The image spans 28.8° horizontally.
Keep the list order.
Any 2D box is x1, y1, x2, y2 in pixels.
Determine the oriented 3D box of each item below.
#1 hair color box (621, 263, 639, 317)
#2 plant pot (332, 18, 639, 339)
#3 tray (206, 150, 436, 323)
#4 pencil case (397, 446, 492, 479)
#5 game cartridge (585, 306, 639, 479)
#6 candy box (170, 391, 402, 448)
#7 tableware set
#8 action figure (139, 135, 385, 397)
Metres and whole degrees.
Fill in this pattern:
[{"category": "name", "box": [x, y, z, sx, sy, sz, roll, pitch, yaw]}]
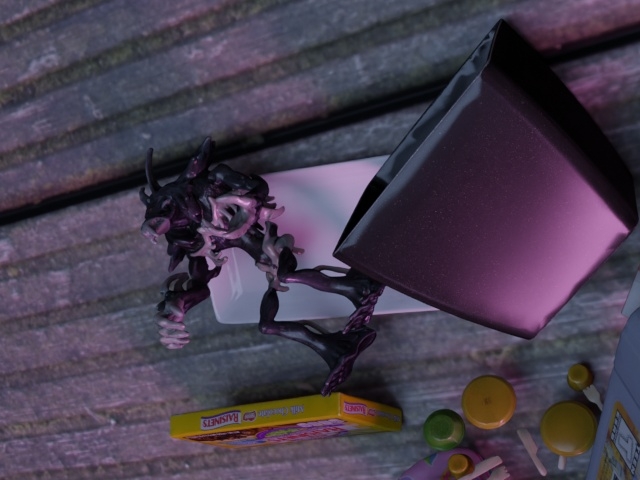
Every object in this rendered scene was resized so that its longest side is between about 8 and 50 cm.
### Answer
[{"category": "hair color box", "box": [0.307, -0.002, 0.964, 0.093, 0.053, 0.167, 25, 116, 24]}, {"category": "plant pot", "box": [0.141, -0.035, 0.974, 0.167, 0.187, 0.188, 38, 112, -3]}, {"category": "tray", "box": [0.000, 0.000, 1.168, 0.270, 0.030, 0.145, -6, 103, 33]}, {"category": "pencil case", "box": [0.153, 0.309, 1.048, 0.284, 0.124, 0.124, 57, 133, 47]}, {"category": "game cartridge", "box": [0.269, 0.221, 0.958, 0.062, 0.198, 0.297, -3, 124, -9]}, {"category": "candy box", "box": [-0.035, 0.176, 1.202, 0.205, 0.105, 0.027, -13, 70, 34]}, {"category": "tableware set", "box": [0.170, 0.158, 1.071, 0.154, 0.024, 0.104, -31, 65, 5]}, {"category": "action figure", "box": [-0.078, 0.016, 1.120, 0.275, 0.141, 0.164, 31, 121, 17]}]
